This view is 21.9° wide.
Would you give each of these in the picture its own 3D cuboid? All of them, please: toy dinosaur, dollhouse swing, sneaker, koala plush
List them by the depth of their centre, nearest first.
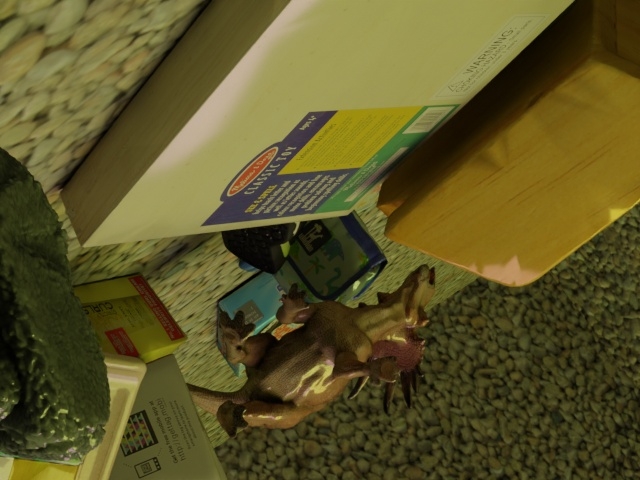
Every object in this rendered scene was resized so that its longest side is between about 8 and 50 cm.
[{"bbox_3d":[-0.262,0.044,0.895,0.221,0.203,0.196,-17,170,25],"label":"koala plush"},{"bbox_3d":[0.274,-0.073,1.421,0.315,0.305,0.347,-41,-163,27],"label":"dollhouse swing"},{"bbox_3d":[-0.045,-0.046,1.534,0.097,0.084,0.234,-59,178,-16],"label":"sneaker"},{"bbox_3d":[-0.009,0.128,1.627,0.296,0.127,0.200,-24,163,7],"label":"toy dinosaur"}]

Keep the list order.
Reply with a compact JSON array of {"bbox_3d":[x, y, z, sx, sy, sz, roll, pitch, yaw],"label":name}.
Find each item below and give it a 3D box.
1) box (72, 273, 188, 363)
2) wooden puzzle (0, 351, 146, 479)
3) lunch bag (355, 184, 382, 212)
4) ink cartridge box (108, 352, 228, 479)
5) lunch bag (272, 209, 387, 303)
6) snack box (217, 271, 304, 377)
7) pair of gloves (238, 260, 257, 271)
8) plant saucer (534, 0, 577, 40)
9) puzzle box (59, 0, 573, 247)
[{"bbox_3d":[-0.208,0.088,1.498,0.058,0.087,0.232,-39,170,18],"label":"box"},{"bbox_3d":[-0.260,0.177,1.231,0.221,0.044,0.238,12,110,-28],"label":"wooden puzzle"},{"bbox_3d":[0.037,-0.061,1.769,0.083,0.053,0.071,-22,164,-22],"label":"lunch bag"},{"bbox_3d":[-0.237,0.233,1.478,0.272,0.130,0.309,-22,169,-13],"label":"ink cartridge box"},{"bbox_3d":[0.000,0.000,1.695,0.096,0.129,0.151,-32,171,-31],"label":"lunch bag"},{"bbox_3d":[-0.045,0.083,2.176,0.187,0.060,0.322,-34,171,-10],"label":"snack box"},{"bbox_3d":[-0.008,-0.020,1.906,0.159,0.023,0.198,-42,170,31],"label":"pair of gloves"},{"bbox_3d":[0.097,-0.182,1.242,0.241,0.037,0.241,-23,160,-9],"label":"plant saucer"},{"bbox_3d":[0.023,-0.132,1.146,0.272,0.052,0.409,-8,154,-43],"label":"puzzle box"}]
